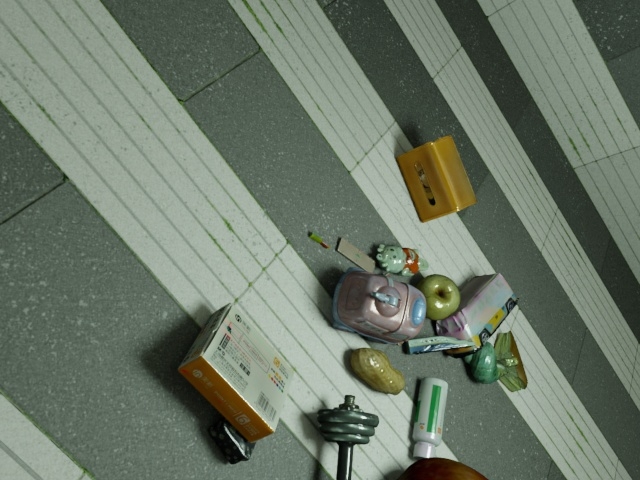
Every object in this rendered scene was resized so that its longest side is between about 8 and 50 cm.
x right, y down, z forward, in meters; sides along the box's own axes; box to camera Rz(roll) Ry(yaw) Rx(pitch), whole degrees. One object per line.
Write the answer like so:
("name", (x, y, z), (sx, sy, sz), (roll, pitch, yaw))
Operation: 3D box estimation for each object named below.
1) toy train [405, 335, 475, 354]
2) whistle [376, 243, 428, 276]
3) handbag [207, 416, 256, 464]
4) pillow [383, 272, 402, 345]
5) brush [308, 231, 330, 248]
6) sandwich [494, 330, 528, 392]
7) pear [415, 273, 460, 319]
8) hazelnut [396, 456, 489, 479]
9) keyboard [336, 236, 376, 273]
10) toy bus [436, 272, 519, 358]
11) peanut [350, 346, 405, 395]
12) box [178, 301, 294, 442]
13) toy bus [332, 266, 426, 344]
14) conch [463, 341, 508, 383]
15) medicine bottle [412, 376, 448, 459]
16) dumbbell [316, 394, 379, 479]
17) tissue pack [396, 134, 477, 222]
("toy train", (0.408, 0.350, 1.883), (0.234, 0.052, 0.051), (-6, 75, -7))
("whistle", (0.286, 0.072, 1.918), (0.253, 0.106, 0.101), (13, 84, -38))
("handbag", (-0.198, 0.468, 1.379), (0.115, 0.072, 0.139), (56, 33, -5))
("pillow", (0.243, 0.231, 1.864), (0.126, 0.043, 0.232), (-35, 101, -42))
("brush", (0.000, 0.000, 1.738), (0.083, 0.019, 0.021), (35, 46, -27))
("sandwich", (0.748, 0.487, 2.202), (0.088, 0.090, 0.244), (-5, 79, -46))
("pear", (0.407, 0.201, 1.951), (0.167, 0.136, 0.167), (4, 70, -11))
("hazelnut", (0.353, 0.834, 1.534), (0.402, 0.402, 0.429), (49, 56, -19))
("keyboard", (0.118, 0.051, 1.830), (0.166, 0.017, 0.055), (35, 60, -28))
("toy bus", (0.568, 0.269, 2.070), (0.386, 0.171, 0.162), (-35, 95, -41))
("peanut", (0.182, 0.403, 1.714), (0.226, 0.095, 0.108), (43, 55, -24))
("box", (-0.195, 0.318, 1.360), (0.274, 0.091, 0.221), (53, 26, -15))
("toy bus", (0.191, 0.199, 1.666), (0.294, 0.232, 0.197), (24, 72, -26))
("conch", (0.611, 0.452, 2.072), (0.188, 0.122, 0.176), (58, 26, -13))
("medicine bottle", (0.356, 0.583, 1.813), (0.095, 0.095, 0.260), (36, 54, -28))
("dumbbell", (0.063, 0.620, 1.477), (0.179, 0.179, 0.406), (24, 61, -35))
("tissue pack", (0.433, -0.228, 2.085), (0.145, 0.194, 0.274), (-24, 92, -44))
